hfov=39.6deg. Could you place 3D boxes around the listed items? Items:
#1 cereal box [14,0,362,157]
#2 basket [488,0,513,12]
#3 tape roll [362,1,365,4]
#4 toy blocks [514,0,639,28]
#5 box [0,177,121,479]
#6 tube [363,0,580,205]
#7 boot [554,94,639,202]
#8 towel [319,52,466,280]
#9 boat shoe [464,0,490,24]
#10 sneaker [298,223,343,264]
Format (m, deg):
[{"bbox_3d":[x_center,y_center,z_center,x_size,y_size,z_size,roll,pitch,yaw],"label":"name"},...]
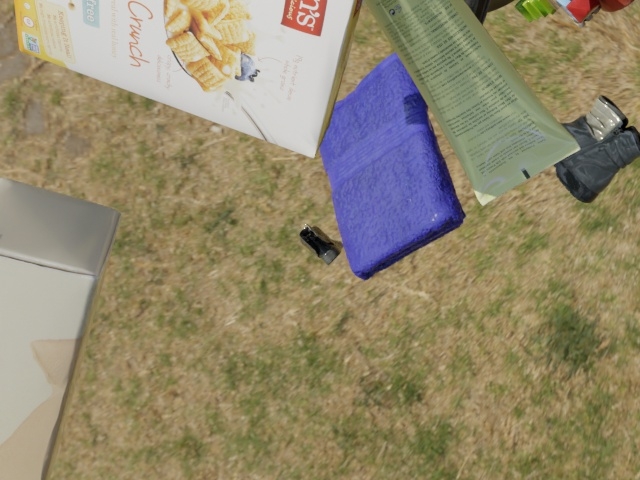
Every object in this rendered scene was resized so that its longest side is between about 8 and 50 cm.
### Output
[{"bbox_3d":[-0.094,-0.166,0.607,0.240,0.047,0.173,20,140,4],"label":"cereal box"},{"bbox_3d":[0.307,-0.576,1.754,0.204,0.154,0.227,-20,82,17],"label":"basket"},{"bbox_3d":[0.083,-0.560,1.564,0.286,0.286,0.100,-48,58,22],"label":"tape roll"},{"bbox_3d":[0.528,-0.505,1.541,0.190,0.261,0.381,35,109,-33],"label":"toy blocks"},{"bbox_3d":[-0.286,0.117,0.823,0.121,0.148,0.311,16,115,-11],"label":"box"},{"bbox_3d":[0.102,-0.145,0.707,0.240,0.062,0.070,53,154,-10],"label":"tube"},{"bbox_3d":[0.457,-0.201,1.589,0.246,0.083,0.161,50,124,17],"label":"boot"},{"bbox_3d":[0.106,-0.116,1.412,0.227,0.076,0.308,-33,60,39],"label":"towel"},{"bbox_3d":[0.126,-0.216,0.740,0.125,0.046,0.038,106,146,-49],"label":"boat shoe"},{"bbox_3d":[-0.002,0.002,1.753,0.089,0.170,0.051,42,95,-2],"label":"sneaker"}]
